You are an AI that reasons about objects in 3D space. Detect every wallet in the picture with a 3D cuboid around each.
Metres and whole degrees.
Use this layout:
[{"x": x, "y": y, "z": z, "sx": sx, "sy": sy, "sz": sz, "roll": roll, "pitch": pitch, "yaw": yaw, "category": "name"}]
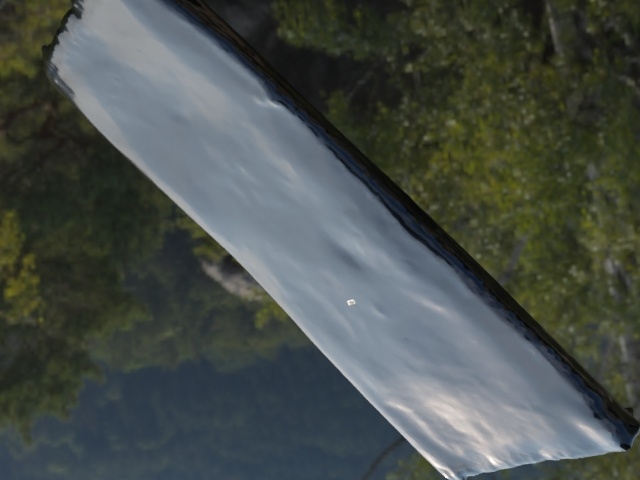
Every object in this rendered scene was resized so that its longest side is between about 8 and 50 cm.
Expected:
[{"x": -0.001, "y": 0.000, "z": 0.485, "sx": 0.030, "sy": 0.285, "sz": 0.146, "roll": -50, "pitch": -170, "yaw": -25, "category": "wallet"}]
